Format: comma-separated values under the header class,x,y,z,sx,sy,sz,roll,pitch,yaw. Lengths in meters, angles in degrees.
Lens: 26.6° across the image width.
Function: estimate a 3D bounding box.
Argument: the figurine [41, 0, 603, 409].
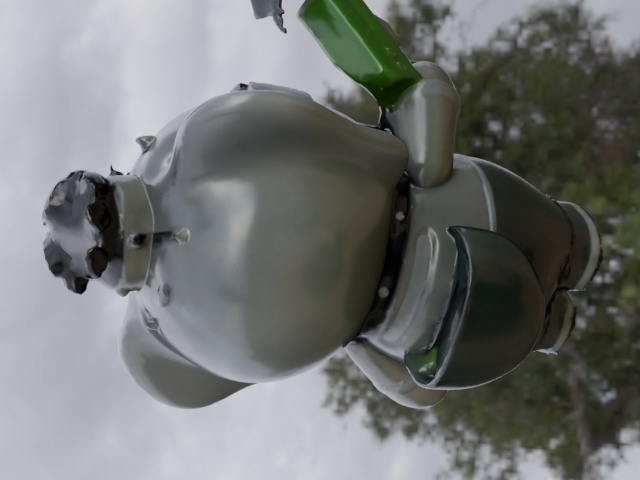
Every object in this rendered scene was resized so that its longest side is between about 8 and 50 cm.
class,x,y,z,sx,sy,sz,roll,pitch,yaw
figurine,0.000,0.000,0.470,0.126,0.192,0.147,-114,36,-50
